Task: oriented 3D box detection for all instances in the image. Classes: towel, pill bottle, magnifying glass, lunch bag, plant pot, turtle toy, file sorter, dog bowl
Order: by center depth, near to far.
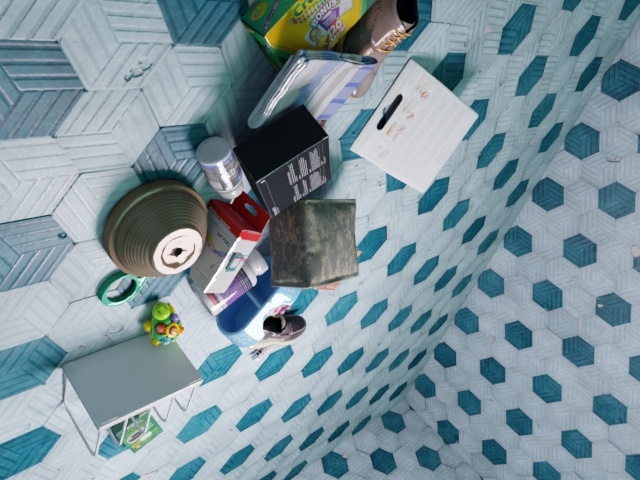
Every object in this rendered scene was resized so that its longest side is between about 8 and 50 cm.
[{"bbox_3d":[-0.012,-0.322,1.190,0.285,0.034,0.209,-20,161,-51],"label":"towel"},{"bbox_3d":[-0.331,-0.004,1.190,0.237,0.110,0.237,-30,141,-28],"label":"plant pot"},{"bbox_3d":[-0.217,-0.156,1.216,0.078,0.078,0.137,-40,151,-15],"label":"pill bottle"},{"bbox_3d":[-0.412,0.071,1.286,0.231,0.026,0.092,-41,151,-14],"label":"magnifying glass"},{"bbox_3d":[-0.484,0.387,1.408,0.277,0.193,0.173,-17,142,-44],"label":"file sorter"},{"bbox_3d":[-0.399,0.213,1.419,0.095,0.066,0.130,-39,126,-34],"label":"turtle toy"},{"bbox_3d":[-0.240,0.102,1.474,0.193,0.108,0.108,-37,150,-18],"label":"pill bottle"},{"bbox_3d":[0.000,0.000,1.531,0.287,0.169,0.235,-5,92,-51],"label":"lunch bag"},{"bbox_3d":[-0.184,0.169,1.589,0.297,0.166,0.074,-49,140,2],"label":"dog bowl"}]

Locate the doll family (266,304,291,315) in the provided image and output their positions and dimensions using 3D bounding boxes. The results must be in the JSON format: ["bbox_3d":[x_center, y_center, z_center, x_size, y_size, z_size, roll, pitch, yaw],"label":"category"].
[{"bbox_3d":[-0.118,0.141,1.717,0.263,0.118,0.163,-38,162,21],"label":"doll family"}]

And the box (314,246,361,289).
[{"bbox_3d":[0.031,0.072,1.827,0.170,0.091,0.130,-57,151,15],"label":"box"}]

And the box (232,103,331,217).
[{"bbox_3d":[-0.079,-0.172,1.267,0.184,0.103,0.261,-36,168,-7],"label":"box"}]

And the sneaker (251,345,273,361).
[{"bbox_3d":[-0.204,0.378,1.943,0.098,0.038,0.069,-37,149,-39],"label":"sneaker"}]

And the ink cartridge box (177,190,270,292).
[{"bbox_3d":[-0.235,-0.003,1.323,0.231,0.134,0.078,-56,150,14],"label":"ink cartridge box"}]

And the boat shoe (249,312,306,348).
[{"bbox_3d":[-0.144,0.290,1.850,0.285,0.103,0.092,-3,133,-45],"label":"boat shoe"}]

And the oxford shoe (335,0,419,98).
[{"bbox_3d":[0.136,-0.475,1.249,0.130,0.133,0.364,-22,143,-40],"label":"oxford shoe"}]

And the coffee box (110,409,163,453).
[{"bbox_3d":[-0.560,0.577,1.692,0.113,0.040,0.184,-37,150,-21],"label":"coffee box"}]

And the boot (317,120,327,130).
[{"bbox_3d":[-0.025,-0.272,1.378,0.087,0.042,0.118,-5,131,-54],"label":"boot"}]

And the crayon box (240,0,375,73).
[{"bbox_3d":[-0.010,-0.472,1.105,0.278,0.081,0.165,-47,153,0],"label":"crayon box"}]

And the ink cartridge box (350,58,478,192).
[{"bbox_3d":[0.278,-0.348,1.697,0.385,0.091,0.308,21,109,-42],"label":"ink cartridge box"}]
